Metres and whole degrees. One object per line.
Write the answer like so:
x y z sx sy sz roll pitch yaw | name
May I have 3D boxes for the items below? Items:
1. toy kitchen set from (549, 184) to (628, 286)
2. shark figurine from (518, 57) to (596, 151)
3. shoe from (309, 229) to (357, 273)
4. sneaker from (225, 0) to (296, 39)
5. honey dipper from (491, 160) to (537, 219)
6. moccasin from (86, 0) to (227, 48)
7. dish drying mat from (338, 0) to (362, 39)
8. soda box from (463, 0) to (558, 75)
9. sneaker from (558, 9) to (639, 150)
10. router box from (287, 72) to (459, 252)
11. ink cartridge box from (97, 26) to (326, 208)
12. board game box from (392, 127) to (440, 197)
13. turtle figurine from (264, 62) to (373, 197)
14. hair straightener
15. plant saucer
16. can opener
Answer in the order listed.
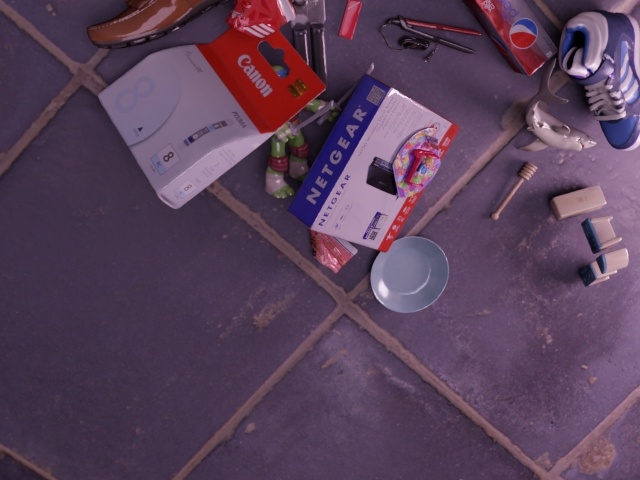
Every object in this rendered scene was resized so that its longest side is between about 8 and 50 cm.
0.641 -0.002 2.072 0.122 0.166 0.207 -15 73 -6 | toy kitchen set
0.511 -0.297 1.919 0.166 0.116 0.278 -7 152 31 | shark figurine
0.000 0.000 1.945 0.178 0.063 0.081 41 91 -24 | shoe
-0.144 -0.484 1.644 0.128 0.087 0.221 -40 129 -5 | sneaker
0.459 -0.117 2.018 0.030 0.030 0.161 31 104 -18 | honey dipper
-0.298 -0.503 1.686 0.380 0.139 0.147 -29 110 -1 | moccasin
0.065 -0.482 1.832 0.032 0.008 0.083 12 105 -15 | dish drying mat
0.405 -0.492 1.854 0.092 0.083 0.263 -41 110 3 | soda box
0.611 -0.347 1.876 0.236 0.130 0.323 -14 103 -35 | sneaker
0.121 -0.155 1.827 0.301 0.082 0.335 15 108 -52 | router box
-0.225 -0.293 1.687 0.385 0.308 0.091 -38 149 4 | ink cartridge box
0.221 -0.160 1.833 0.133 0.033 0.169 -39 142 -18 | board game box
-0.031 -0.224 1.765 0.274 0.198 0.266 2 125 2 | turtle figurine
0.238 -0.438 1.859 0.230 0.047 0.089 8 106 -13 | hair straightener
0.210 0.078 2.026 0.195 0.037 0.195 -3 108 -11 | plant saucer
-0.028 -0.443 1.801 0.076 0.095 0.283 -9 122 -8 | can opener
